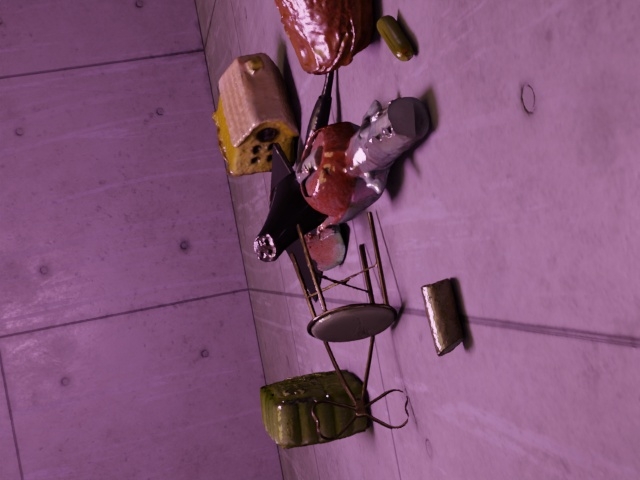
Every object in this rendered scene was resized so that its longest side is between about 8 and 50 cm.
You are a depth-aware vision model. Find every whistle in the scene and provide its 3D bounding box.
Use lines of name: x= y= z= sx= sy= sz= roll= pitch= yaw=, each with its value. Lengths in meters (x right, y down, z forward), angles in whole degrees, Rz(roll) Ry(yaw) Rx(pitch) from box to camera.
whistle: x=0.053 y=-0.116 z=1.209 sx=0.142 sy=0.133 sz=0.346 roll=-66 pitch=11 yaw=-18

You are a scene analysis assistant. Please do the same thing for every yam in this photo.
yam: x=0.156 y=0.097 z=1.085 sx=0.043 sy=0.043 sz=0.094 roll=125 pitch=132 yaw=-74

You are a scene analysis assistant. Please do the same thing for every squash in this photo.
squash: x=0.097 y=-0.255 z=1.090 sx=0.027 sy=0.027 sz=0.083 roll=92 pitch=163 yaw=-46

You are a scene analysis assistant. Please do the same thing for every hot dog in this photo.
hot dog: x=-0.019 y=-0.379 z=1.220 sx=0.272 sy=0.122 sz=0.196 roll=65 pitch=165 yaw=-19

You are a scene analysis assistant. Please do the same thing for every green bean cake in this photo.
green bean cake: x=-0.017 y=0.343 z=1.759 sx=0.214 sy=0.200 sz=0.113 roll=-162 pitch=63 yaw=-78

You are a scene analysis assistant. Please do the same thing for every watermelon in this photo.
watermelon: x=0.010 y=0.002 z=1.670 sx=0.155 sy=0.080 sz=0.101 roll=69 pitch=-170 yaw=-50

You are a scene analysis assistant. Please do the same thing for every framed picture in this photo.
framed picture: x=-0.054 y=-0.033 z=1.951 sx=0.255 sy=0.014 sz=0.339 roll=60 pitch=162 yaw=24

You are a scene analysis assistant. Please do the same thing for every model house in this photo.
model house: x=-0.149 y=-0.283 z=1.904 sx=0.234 sy=0.174 sz=0.193 roll=96 pitch=161 yaw=-65

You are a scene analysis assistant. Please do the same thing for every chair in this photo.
chair: x=0.050 y=0.135 z=1.376 sx=0.170 sy=0.159 sz=0.326 roll=102 pitch=159 yaw=-64

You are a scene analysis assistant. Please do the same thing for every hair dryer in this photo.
hair dryer: x=-0.028 y=-0.155 z=1.493 sx=0.304 sy=0.120 sz=0.360 roll=-50 pitch=-24 yaw=-61
